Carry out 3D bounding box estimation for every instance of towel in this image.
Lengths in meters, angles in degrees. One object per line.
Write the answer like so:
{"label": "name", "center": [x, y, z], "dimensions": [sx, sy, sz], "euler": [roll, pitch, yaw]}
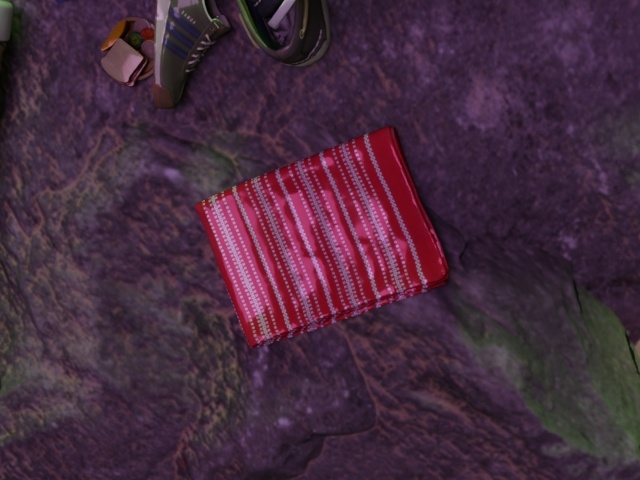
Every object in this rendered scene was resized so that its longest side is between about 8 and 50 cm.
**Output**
{"label": "towel", "center": [0.000, 0.000, 1.425], "dimensions": [0.274, 0.031, 0.199], "euler": [-21, 89, 18]}

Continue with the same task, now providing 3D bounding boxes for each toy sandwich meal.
{"label": "toy sandwich meal", "center": [-0.233, -0.233, 1.469], "dimensions": [0.085, 0.029, 0.086], "euler": [2, 97, 17]}

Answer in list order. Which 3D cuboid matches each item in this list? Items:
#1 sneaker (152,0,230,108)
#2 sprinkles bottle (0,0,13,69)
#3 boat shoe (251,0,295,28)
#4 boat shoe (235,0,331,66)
{"label": "sneaker", "center": [-0.150, -0.246, 1.420], "dimensions": [0.086, 0.064, 0.192], "euler": [6, 110, 1]}
{"label": "sprinkles bottle", "center": [-0.473, -0.135, 1.506], "dimensions": [0.121, 0.121, 0.356], "euler": [14, 100, 15]}
{"label": "boat shoe", "center": [-0.033, -0.357, 1.281], "dimensions": [0.091, 0.303, 0.114], "euler": [28, 143, -18]}
{"label": "boat shoe", "center": [-0.064, -0.350, 1.372], "dimensions": [0.109, 0.091, 0.305], "euler": [-15, 92, 18]}
